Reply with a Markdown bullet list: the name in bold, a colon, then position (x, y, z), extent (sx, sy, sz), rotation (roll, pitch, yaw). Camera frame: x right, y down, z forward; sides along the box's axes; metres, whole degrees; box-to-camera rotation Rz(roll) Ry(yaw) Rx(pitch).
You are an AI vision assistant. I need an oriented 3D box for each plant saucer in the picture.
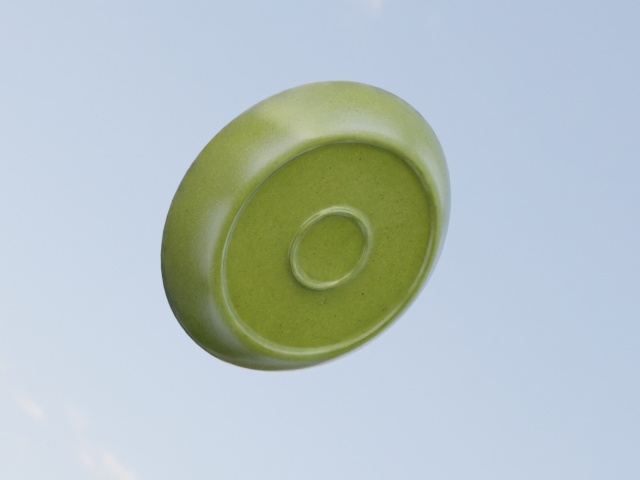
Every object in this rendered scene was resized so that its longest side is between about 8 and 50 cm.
- **plant saucer**: position (0.000, 0.000, 1.340), extent (0.037, 0.241, 0.241), rotation (43, -17, 52)
